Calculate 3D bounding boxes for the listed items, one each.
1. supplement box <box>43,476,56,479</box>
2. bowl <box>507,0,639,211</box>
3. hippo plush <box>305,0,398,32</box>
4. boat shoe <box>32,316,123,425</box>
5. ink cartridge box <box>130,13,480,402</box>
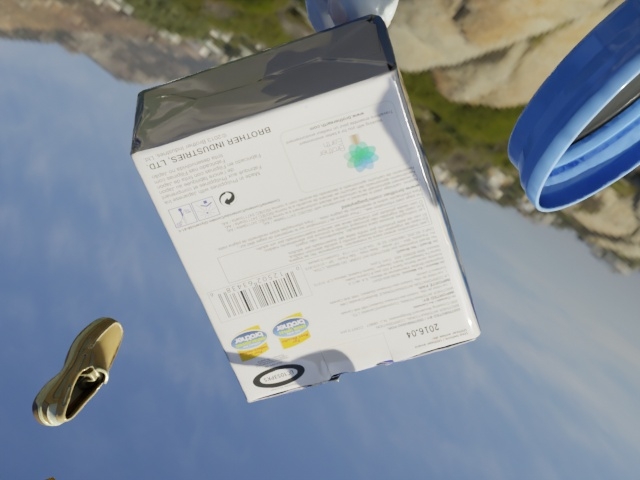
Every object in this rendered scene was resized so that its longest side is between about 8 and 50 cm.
[{"bbox_3d":[-0.395,0.479,1.638,0.129,0.191,0.194,-15,-138,-33],"label":"supplement box"},{"bbox_3d":[0.380,-0.189,1.353,0.077,0.391,0.391,53,-167,18],"label":"bowl"},{"bbox_3d":[-0.028,-0.343,1.213,0.237,0.234,0.294,10,173,-14],"label":"hippo plush"},{"bbox_3d":[-0.322,0.185,1.642,0.072,0.190,0.068,-4,134,37],"label":"boat shoe"},{"bbox_3d":[0.000,0.000,1.228,0.151,0.270,0.395,-93,-16,-58],"label":"ink cartridge box"}]
